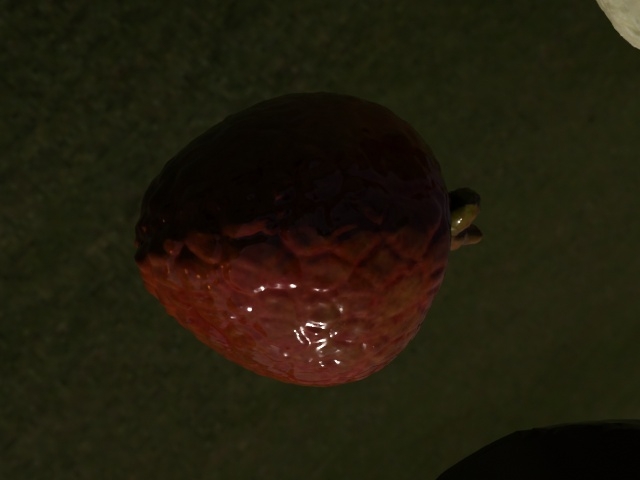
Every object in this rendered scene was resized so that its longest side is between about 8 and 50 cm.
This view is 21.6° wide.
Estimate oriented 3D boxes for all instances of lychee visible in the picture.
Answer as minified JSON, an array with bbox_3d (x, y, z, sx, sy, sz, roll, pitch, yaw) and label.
[{"bbox_3d":[0.000,0.000,1.337,0.255,0.300,0.255,-171,-90,-75],"label":"lychee"}]

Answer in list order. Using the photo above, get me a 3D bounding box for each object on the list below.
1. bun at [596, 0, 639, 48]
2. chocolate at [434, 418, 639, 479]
[{"bbox_3d":[0.310,-0.316,1.334,0.352,0.227,0.349,-23,131,-54],"label":"bun"},{"bbox_3d":[0.221,0.254,0.889,0.297,0.326,0.314,13,139,-45],"label":"chocolate"}]
